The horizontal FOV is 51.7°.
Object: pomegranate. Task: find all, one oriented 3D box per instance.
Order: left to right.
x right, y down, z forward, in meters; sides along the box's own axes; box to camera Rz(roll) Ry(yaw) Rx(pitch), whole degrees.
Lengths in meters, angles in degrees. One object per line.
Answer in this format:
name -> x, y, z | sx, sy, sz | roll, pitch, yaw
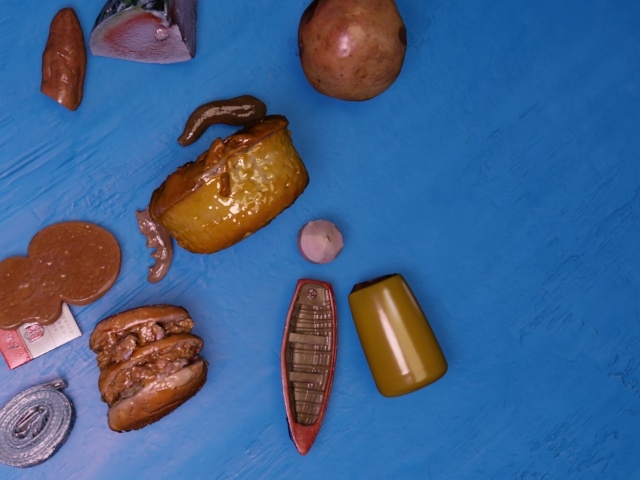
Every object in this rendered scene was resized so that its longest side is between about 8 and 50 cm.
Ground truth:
pomegranate -> 0.075, -0.471, 1.585 | 0.281, 0.281, 0.281 | 3, 80, -18

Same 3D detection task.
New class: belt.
belt -> -0.571, 0.372, 1.318 | 0.163, 0.082, 0.148 | -17, 76, -17

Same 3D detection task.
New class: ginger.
ginger -> -0.364, 0.006, 1.468 | 0.069, 0.051, 0.173 | -10, 82, -17

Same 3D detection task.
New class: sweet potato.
sweet potato -> -0.565, -0.400, 1.449 | 0.097, 0.097, 0.252 | 1, 77, -19
sweet potato -> -0.235, -0.292, 1.560 | 0.233, 0.062, 0.081 | -21, 90, -18

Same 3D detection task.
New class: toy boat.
toy boat -> -0.034, 0.285, 1.517 | 0.136, 0.079, 0.392 | 9, 77, -19

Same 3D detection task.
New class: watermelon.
watermelon -> -0.384, -0.470, 1.478 | 0.289, 0.320, 0.214 | -31, 120, 9

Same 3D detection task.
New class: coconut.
coconut -> 0.000, 0.000, 1.553 | 0.110, 0.124, 0.110 | 2, 82, -18

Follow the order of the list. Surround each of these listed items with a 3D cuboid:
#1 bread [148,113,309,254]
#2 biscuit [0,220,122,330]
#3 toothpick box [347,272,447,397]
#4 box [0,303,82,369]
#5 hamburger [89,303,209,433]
bread -> -0.182, -0.112, 1.389 | 0.337, 0.358, 0.204 | -43, 100, -19
biscuit -> -0.551, 0.074, 1.367 | 0.202, 0.044, 0.288 | 41, 64, 12
toothpick box -> 0.172, 0.213, 1.552 | 0.175, 0.175, 0.271 | -20, 85, -21
box -> -0.586, 0.187, 1.363 | 0.152, 0.048, 0.100 | -26, 87, -23
hamburger -> -0.350, 0.255, 1.345 | 0.245, 0.260, 0.211 | 2, 56, -62
